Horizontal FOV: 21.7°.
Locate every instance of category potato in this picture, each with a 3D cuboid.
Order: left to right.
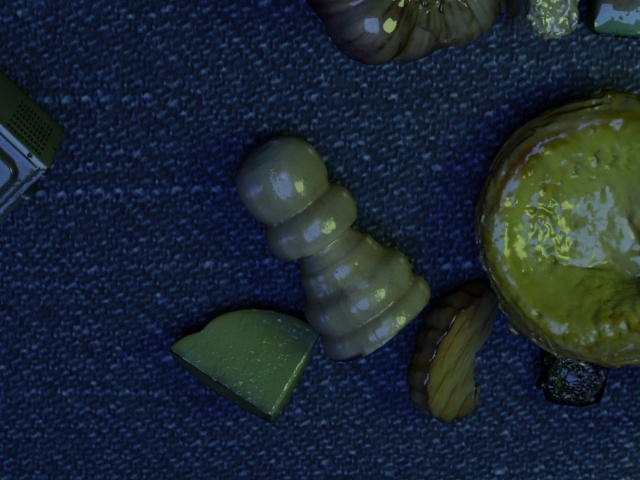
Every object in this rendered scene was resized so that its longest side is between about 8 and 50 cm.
[{"bbox_3d":[-0.088,0.130,2.001,0.149,0.081,0.120,32,77,4],"label":"potato"}]

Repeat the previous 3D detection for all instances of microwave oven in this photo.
[{"bbox_3d":[-0.415,-0.060,1.841,0.240,0.194,0.145,-42,108,11],"label":"microwave oven"}]

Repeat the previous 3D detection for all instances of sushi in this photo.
[{"bbox_3d":[0.301,0.154,2.016,0.085,0.056,0.083,3,119,-4],"label":"sushi"}]

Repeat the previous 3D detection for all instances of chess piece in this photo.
[{"bbox_3d":[0.000,0.000,1.909,0.143,0.142,0.261,-33,105,11],"label":"chess piece"}]

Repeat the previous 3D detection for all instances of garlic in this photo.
[{"bbox_3d":[0.082,-0.299,1.780,0.245,0.160,0.244,-3,96,-28],"label":"garlic"}]

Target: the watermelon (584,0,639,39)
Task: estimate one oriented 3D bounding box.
[{"bbox_3d":[0.387,-0.345,1.793,0.193,0.140,0.256,0,102,4],"label":"watermelon"}]

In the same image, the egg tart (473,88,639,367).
[{"bbox_3d":[0.328,-0.014,1.886,0.315,0.120,0.314,2,97,19],"label":"egg tart"}]

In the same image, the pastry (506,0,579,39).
[{"bbox_3d":[0.252,-0.339,1.780,0.089,0.121,0.258,-3,113,-21],"label":"pastry"}]

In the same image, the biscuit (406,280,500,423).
[{"bbox_3d":[0.148,0.133,1.994,0.118,0.061,0.183,-7,119,-44],"label":"biscuit"}]
